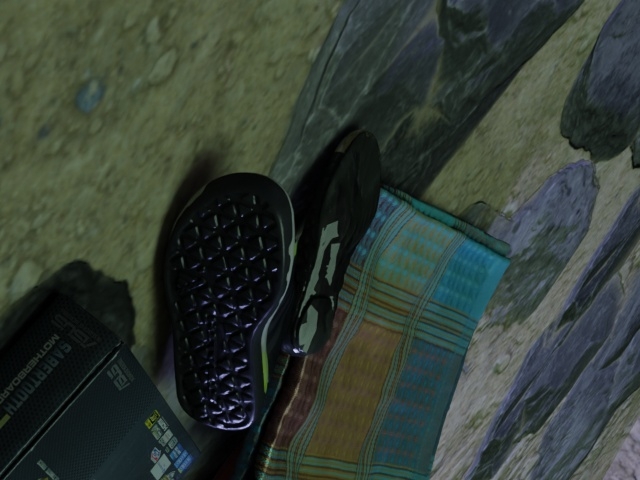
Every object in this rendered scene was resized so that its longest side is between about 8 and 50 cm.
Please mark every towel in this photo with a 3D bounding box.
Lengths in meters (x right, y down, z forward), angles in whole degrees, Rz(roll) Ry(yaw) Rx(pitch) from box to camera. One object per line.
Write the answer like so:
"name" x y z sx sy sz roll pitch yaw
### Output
"towel" 0.055 0.099 1.459 0.370 0.040 0.271 22 89 -67

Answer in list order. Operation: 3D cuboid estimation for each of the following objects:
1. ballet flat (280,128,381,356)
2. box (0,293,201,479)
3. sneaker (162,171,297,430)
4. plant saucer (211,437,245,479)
"ballet flat" 0.000 0.000 1.262 0.057 0.049 0.173 19 90 -41
"box" -0.176 0.158 1.116 0.183 0.059 0.233 -48 157 -14
"sneaker" -0.059 0.028 1.184 0.097 0.084 0.235 -67 173 -46
"plant saucer" -0.092 0.296 1.460 0.258 0.047 0.259 -54 158 -23
